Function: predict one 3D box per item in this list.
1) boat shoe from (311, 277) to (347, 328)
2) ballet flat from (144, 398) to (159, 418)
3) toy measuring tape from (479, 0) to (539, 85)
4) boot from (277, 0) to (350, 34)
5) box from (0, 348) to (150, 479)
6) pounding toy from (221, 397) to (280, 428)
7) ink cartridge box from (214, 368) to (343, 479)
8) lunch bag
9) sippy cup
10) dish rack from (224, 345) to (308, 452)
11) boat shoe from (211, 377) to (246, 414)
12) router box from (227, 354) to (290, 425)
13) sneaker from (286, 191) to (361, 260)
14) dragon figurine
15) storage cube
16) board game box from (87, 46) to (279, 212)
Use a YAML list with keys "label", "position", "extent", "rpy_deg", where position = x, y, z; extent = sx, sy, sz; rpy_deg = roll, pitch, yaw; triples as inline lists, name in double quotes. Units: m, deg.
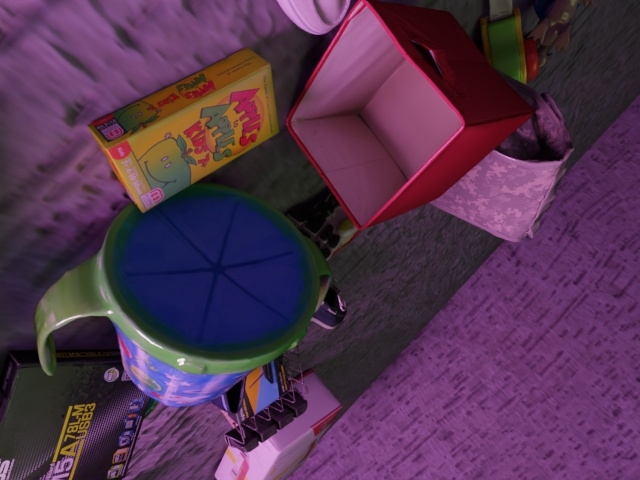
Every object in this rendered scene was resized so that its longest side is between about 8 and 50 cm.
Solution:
- label: "boat shoe"
  position: [0.006, 0.128, 0.958]
  extent: [0.079, 0.095, 0.254]
  rpy_deg: [-40, 147, 12]
- label: "ballet flat"
  position: [-0.354, 0.283, 0.663]
  extent: [0.240, 0.091, 0.077]
  rpy_deg: [-33, -179, -19]
- label: "toy measuring tape"
  position: [0.306, -0.326, 0.730]
  extent: [0.121, 0.121, 0.330]
  rpy_deg: [-49, 155, 5]
- label: "boot"
  position: [0.013, -0.270, 0.362]
  extent: [0.095, 0.123, 0.258]
  rpy_deg: [-41, 154, -11]
- label: "box"
  position: [-0.318, 0.235, 0.561]
  extent: [0.184, 0.045, 0.191]
  rpy_deg: [18, 90, -55]
- label: "pounding toy"
  position: [-0.174, 0.416, 1.074]
  extent: [0.130, 0.100, 0.141]
  rpy_deg: [-44, 154, -7]
- label: "ink cartridge box"
  position: [-0.133, 0.622, 1.357]
  extent: [0.279, 0.160, 0.385]
  rpy_deg: [-17, 141, -46]
- label: "lunch bag"
  position: [0.279, -0.148, 0.753]
  extent: [0.169, 0.287, 0.235]
  rpy_deg: [-40, 153, -13]
- label: "sippy cup"
  position: [-0.148, 0.087, 0.539]
  extent: [0.240, 0.305, 0.224]
  rpy_deg: [-79, -164, -45]
- label: "dish rack"
  position: [-0.126, 0.314, 0.972]
  extent: [0.208, 0.074, 0.272]
  rpy_deg: [-23, 114, -40]
- label: "boat shoe"
  position: [-0.137, 0.170, 0.732]
  extent: [0.108, 0.089, 0.259]
  rpy_deg: [-16, 121, -39]
- label: "router box"
  position: [-0.136, 0.251, 0.868]
  extent: [0.133, 0.046, 0.179]
  rpy_deg: [-25, 115, -37]
- label: "sneaker"
  position: [0.000, 0.000, 0.757]
  extent: [0.278, 0.107, 0.118]
  rpy_deg: [-32, 160, -23]
- label: "dragon figurine"
  position: [0.437, -0.435, 0.788]
  extent: [0.144, 0.085, 0.289]
  rpy_deg: [-66, 173, -49]
- label: "storage cube"
  position: [0.108, -0.156, 0.557]
  extent: [0.193, 0.184, 0.215]
  rpy_deg: [-21, 162, -42]
- label: "board game box"
  position: [-0.130, -0.116, 0.456]
  extent: [0.181, 0.043, 0.092]
  rpy_deg: [-36, 152, -21]
